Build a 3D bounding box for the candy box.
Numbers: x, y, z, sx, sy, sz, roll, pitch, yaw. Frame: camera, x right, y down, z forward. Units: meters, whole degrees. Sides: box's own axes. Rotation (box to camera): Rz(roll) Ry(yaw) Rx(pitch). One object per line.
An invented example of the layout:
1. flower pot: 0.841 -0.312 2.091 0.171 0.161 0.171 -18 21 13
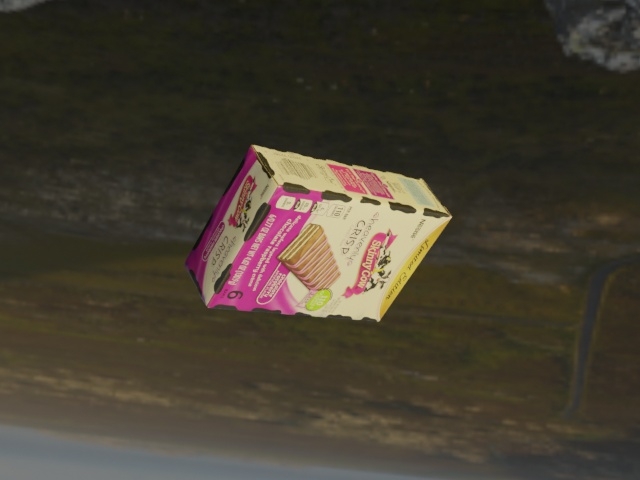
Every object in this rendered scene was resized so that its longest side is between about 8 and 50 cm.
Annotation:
1. candy box: 0.000 0.000 1.100 0.233 0.071 0.159 7 127 -39
